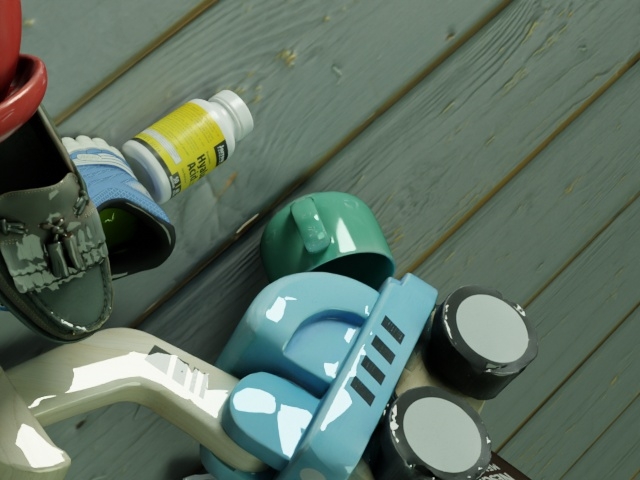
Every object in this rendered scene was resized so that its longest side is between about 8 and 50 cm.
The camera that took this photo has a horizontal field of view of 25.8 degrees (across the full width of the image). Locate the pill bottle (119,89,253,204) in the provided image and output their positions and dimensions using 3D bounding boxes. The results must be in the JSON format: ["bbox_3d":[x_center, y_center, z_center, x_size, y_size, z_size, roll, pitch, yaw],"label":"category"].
[{"bbox_3d":[-0.119,-0.088,1.269,0.116,0.065,0.065,-38,143,-26],"label":"pill bottle"}]

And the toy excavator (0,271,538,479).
[{"bbox_3d":[-0.074,0.154,1.342,0.433,0.445,0.222,-58,179,-42],"label":"toy excavator"}]

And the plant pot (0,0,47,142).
[{"bbox_3d":[-0.276,-0.133,0.871,0.191,0.191,0.174,-33,118,-31],"label":"plant pot"}]

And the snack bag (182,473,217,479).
[{"bbox_3d":[-0.020,0.408,1.656,0.037,0.323,0.342,-23,170,27],"label":"snack bag"}]

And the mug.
[{"bbox_3d":[0.006,0.002,1.450,0.129,0.097,0.158,-6,147,-27],"label":"mug"}]

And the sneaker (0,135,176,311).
[{"bbox_3d":[-0.249,-0.001,1.105,0.330,0.147,0.130,-16,130,-44],"label":"sneaker"}]

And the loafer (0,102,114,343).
[{"bbox_3d":[-0.223,-0.048,1.017,0.096,0.084,0.267,-28,96,-30],"label":"loafer"}]

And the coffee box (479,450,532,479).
[{"bbox_3d":[0.087,0.262,1.626,0.168,0.297,0.119,3,117,-53],"label":"coffee box"}]
